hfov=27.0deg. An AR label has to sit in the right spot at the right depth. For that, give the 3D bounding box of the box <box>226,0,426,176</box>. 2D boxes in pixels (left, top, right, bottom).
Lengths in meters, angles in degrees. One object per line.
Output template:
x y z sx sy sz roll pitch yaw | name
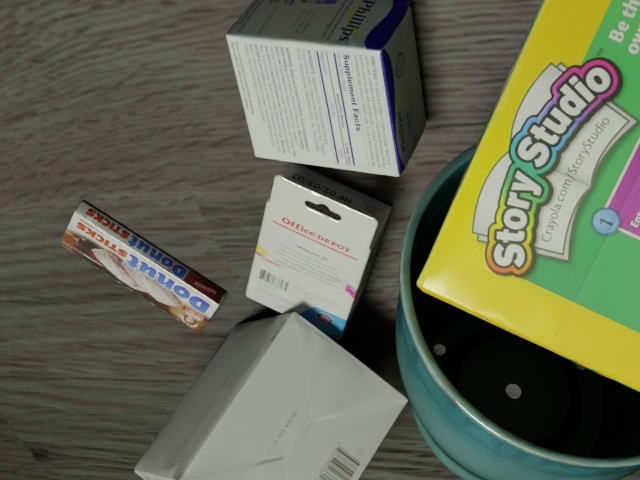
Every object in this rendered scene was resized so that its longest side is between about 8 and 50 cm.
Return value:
0.008 -0.130 1.088 0.137 0.072 0.126 10 136 23 | box

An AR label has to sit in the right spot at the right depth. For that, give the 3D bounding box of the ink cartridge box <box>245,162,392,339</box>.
0.000 0.000 1.233 0.104 0.062 0.181 25 140 7 | ink cartridge box

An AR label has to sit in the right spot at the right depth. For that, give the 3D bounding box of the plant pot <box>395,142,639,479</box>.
0.179 0.084 1.082 0.271 0.272 0.255 25 155 6 | plant pot

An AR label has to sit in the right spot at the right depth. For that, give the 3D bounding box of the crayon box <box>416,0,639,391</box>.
0.276 -0.072 0.848 0.313 0.106 0.363 26 110 7 | crayon box

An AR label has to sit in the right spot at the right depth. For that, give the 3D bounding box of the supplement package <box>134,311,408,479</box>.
-0.053 0.195 1.318 0.149 0.194 0.203 38 163 -11 | supplement package

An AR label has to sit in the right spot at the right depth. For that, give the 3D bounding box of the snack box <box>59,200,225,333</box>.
-0.188 0.029 1.404 0.178 0.022 0.064 33 138 -3 | snack box
